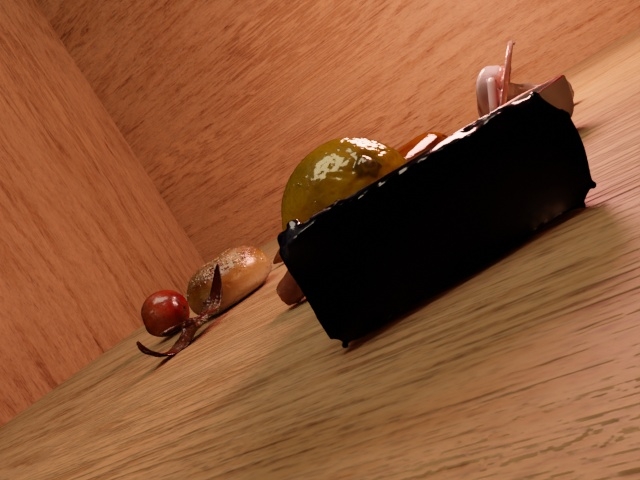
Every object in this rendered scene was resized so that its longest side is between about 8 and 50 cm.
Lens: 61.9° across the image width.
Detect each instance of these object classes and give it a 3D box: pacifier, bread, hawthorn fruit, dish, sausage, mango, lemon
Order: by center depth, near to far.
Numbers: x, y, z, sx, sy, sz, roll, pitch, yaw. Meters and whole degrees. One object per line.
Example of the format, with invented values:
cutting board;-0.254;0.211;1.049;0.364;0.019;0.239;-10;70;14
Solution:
lemon;0.054;-0.052;0.919;0.267;0.267;0.267;-31;6;4
sausage;0.000;0.000;1.094;0.304;0.078;0.078;-61;3;6
dish;0.436;-0.244;1.175;0.256;0.117;0.256;-31;5;3
mango;0.258;-0.182;1.429;0.287;0.153;0.201;-38;23;-21
pacifier;0.550;-0.415;1.519;0.273;0.220;0.332;-30;-17;10
bread;-0.309;0.124;1.764;0.305;0.159;0.305;-33;5;3
hawthorn fruit;-0.545;0.254;1.891;0.172;0.173;0.173;-31;6;4

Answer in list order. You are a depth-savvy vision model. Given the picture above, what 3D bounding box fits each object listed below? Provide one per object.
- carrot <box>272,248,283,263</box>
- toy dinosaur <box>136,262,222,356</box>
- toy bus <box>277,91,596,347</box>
carrot;-0.072;0.005;1.961;0.263;0.102;0.102;-37;5;7
toy dinosaur;-0.370;0.201;1.502;0.327;0.113;0.206;-41;20;-21
toy bus;0.143;-0.037;0.707;0.386;0.171;0.162;-30;6;2
